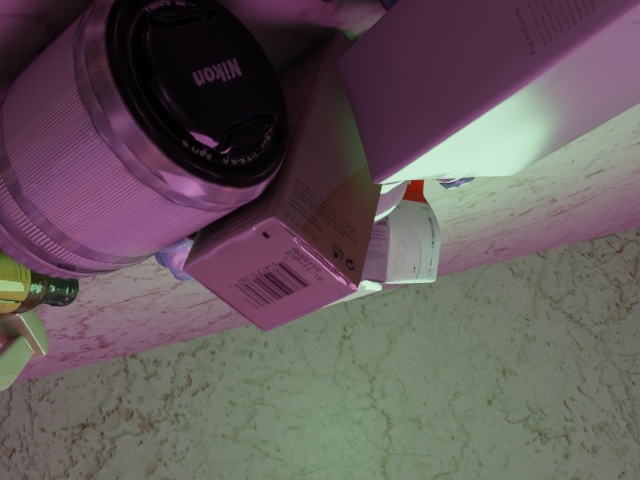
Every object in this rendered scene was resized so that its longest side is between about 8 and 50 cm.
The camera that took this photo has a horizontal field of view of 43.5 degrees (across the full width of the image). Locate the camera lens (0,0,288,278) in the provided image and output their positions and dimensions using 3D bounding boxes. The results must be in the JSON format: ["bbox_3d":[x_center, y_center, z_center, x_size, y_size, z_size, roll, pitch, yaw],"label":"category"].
[{"bbox_3d":[-0.184,-0.097,0.769,0.274,0.219,0.219,-26,164,38],"label":"camera lens"}]

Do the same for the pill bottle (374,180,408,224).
[{"bbox_3d":[0.028,-0.086,1.190,0.169,0.169,0.301,-10,167,-23],"label":"pill bottle"}]

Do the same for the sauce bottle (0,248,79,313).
[{"bbox_3d":[-0.528,0.067,1.310,0.111,0.111,0.344,-19,166,15],"label":"sauce bottle"}]

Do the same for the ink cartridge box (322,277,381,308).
[{"bbox_3d":[0.000,0.000,1.412,0.159,0.218,0.092,-20,160,19],"label":"ink cartridge box"}]

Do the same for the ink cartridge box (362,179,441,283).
[{"bbox_3d":[0.148,-0.044,1.363,0.066,0.232,0.189,12,-175,34],"label":"ink cartridge box"}]

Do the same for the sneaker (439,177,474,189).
[{"bbox_3d":[0.176,-0.148,1.037,0.110,0.122,0.283,-31,-170,36],"label":"sneaker"}]

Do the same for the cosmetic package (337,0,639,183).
[{"bbox_3d":[0.214,-0.194,0.729,0.217,0.156,0.385,-5,164,-37],"label":"cosmetic package"}]

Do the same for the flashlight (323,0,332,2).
[{"bbox_3d":[-0.001,-0.225,0.517,0.103,0.103,0.304,-14,-171,6],"label":"flashlight"}]

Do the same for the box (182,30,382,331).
[{"bbox_3d":[-0.019,-0.073,0.874,0.148,0.311,0.121,-27,123,39],"label":"box"}]

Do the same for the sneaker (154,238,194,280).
[{"bbox_3d":[-0.207,-0.023,1.219,0.135,0.150,0.366,-17,166,1],"label":"sneaker"}]

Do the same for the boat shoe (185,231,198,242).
[{"bbox_3d":[-0.188,-0.043,1.026,0.341,0.127,0.158,-4,151,-14],"label":"boat shoe"}]

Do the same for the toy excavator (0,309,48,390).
[{"bbox_3d":[-0.699,0.240,1.515,0.222,0.433,0.445,-18,139,9],"label":"toy excavator"}]

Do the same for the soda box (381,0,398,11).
[{"bbox_3d":[0.145,-0.275,0.775,0.183,0.058,0.063,-21,166,24],"label":"soda box"}]
